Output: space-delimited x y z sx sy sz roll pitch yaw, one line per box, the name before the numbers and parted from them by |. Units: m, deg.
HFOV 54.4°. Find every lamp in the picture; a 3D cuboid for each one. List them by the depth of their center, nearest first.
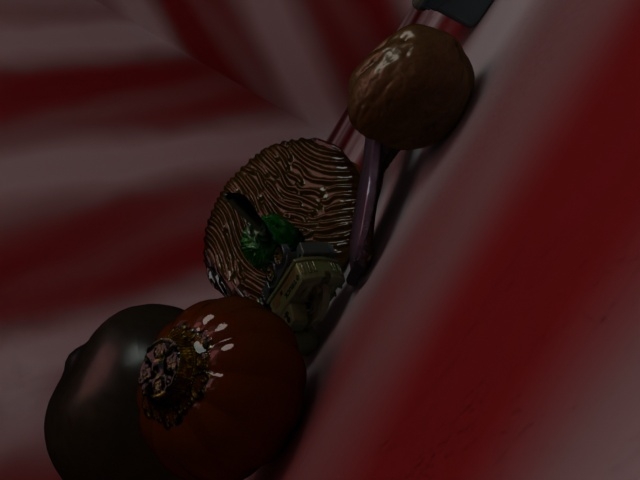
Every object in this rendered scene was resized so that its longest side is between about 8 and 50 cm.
lamp | -0.120 0.175 0.748 0.223 0.196 0.223 -20 55 32

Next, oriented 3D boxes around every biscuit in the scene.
biscuit | -0.069 -0.034 1.047 0.040 0.318 0.318 39 -104 -52

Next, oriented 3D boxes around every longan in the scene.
longan | -0.300 0.287 1.081 0.361 0.361 0.361 -59 7 12

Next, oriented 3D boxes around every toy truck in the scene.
toy truck | -0.032 0.092 0.863 0.191 0.085 0.116 -60 40 38

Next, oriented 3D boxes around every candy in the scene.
candy | -0.085 -0.019 0.833 0.097 0.097 0.323 -62 -11 -8

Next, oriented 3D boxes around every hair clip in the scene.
hair clip | 0.080 -0.093 0.888 0.110 0.095 0.358 -31 29 42

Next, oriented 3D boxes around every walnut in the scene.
walnut | 0.114 -0.189 0.788 0.166 0.149 0.166 -34 -14 -10

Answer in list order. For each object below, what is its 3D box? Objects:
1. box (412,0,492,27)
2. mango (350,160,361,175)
box | 0.245 -0.465 0.995 0.227 0.130 0.162 -57 8 37
mango | 0.021 -0.080 1.222 0.195 0.098 0.137 -41 17 51
